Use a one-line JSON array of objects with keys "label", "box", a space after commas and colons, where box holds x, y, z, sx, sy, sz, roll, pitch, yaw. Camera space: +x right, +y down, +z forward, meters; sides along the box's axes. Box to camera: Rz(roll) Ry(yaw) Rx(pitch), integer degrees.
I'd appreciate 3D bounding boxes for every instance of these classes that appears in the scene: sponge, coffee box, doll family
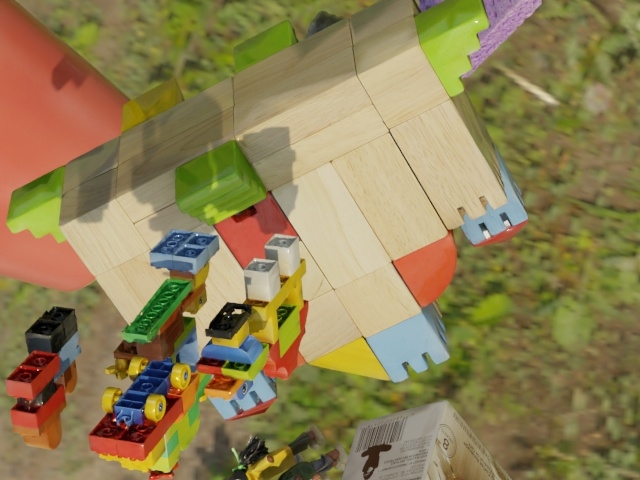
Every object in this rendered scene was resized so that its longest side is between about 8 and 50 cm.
[{"label": "sponge", "box": [0.154, -0.246, 1.719, 0.210, 0.031, 0.117, -44, 59, 56]}, {"label": "coffee box", "box": [0.075, 0.272, 1.526, 0.098, 0.141, 0.246, -18, 36, 33]}, {"label": "doll family", "box": [-0.052, 0.231, 1.829, 0.076, 0.111, 0.193, 57, 157, 13]}]

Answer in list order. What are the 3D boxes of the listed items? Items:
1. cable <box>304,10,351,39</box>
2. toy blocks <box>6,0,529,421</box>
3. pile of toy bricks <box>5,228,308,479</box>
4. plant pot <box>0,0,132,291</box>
[{"label": "cable", "box": [-0.009, -0.135, 1.621, 0.072, 0.287, 0.139, 29, 96, 10]}, {"label": "toy blocks", "box": [0.000, 0.000, 1.393, 0.381, 0.261, 0.191, -26, 29, 12]}, {"label": "pile of toy bricks", "box": [-0.087, 0.083, 1.054, 0.118, 0.212, 0.105, 7, 119, 21]}, {"label": "plant pot", "box": [-0.302, -0.086, 1.802, 0.275, 0.243, 0.275, -38, 36, 35]}]
